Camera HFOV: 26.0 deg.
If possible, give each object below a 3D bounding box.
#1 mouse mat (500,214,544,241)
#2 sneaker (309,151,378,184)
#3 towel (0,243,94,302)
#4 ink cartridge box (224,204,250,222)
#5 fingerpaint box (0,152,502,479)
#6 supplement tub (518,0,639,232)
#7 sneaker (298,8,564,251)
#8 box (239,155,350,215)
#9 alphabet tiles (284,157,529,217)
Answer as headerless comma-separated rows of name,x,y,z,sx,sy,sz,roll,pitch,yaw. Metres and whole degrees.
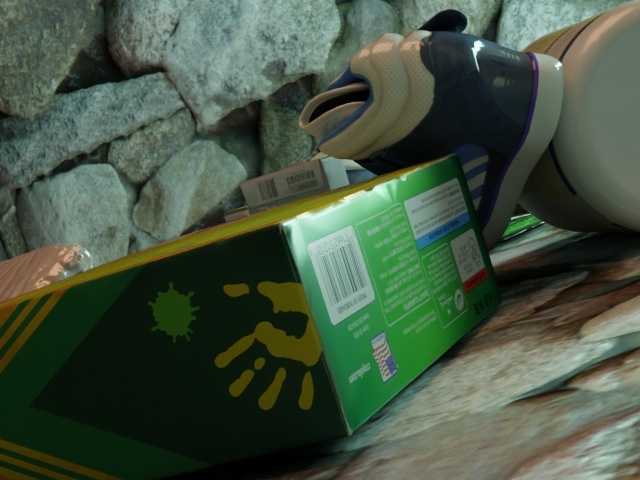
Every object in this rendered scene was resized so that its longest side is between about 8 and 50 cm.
mouse mat,0.255,-0.014,1.921,0.189,0.007,0.152,-23,6,-33
sneaker,0.155,-0.038,1.773,0.350,0.148,0.131,-3,-14,-6
towel,-0.393,0.149,1.418,0.332,0.053,0.317,-55,21,-25
ink cartridge box,0.000,0.000,1.838,0.212,0.154,0.093,-21,4,-27
fingerpaint box,-0.086,0.074,1.177,0.371,0.163,0.445,-16,3,22
supplement tub,0.316,-0.125,1.497,0.235,0.235,0.325,-19,4,-9
sneaker,0.088,-0.097,1.404,0.236,0.130,0.323,7,-30,-9
box,-0.009,0.006,1.569,0.038,0.186,0.145,-19,3,-42
alphabet tiles,0.135,-0.074,1.998,0.342,0.011,0.285,15,-14,-28
